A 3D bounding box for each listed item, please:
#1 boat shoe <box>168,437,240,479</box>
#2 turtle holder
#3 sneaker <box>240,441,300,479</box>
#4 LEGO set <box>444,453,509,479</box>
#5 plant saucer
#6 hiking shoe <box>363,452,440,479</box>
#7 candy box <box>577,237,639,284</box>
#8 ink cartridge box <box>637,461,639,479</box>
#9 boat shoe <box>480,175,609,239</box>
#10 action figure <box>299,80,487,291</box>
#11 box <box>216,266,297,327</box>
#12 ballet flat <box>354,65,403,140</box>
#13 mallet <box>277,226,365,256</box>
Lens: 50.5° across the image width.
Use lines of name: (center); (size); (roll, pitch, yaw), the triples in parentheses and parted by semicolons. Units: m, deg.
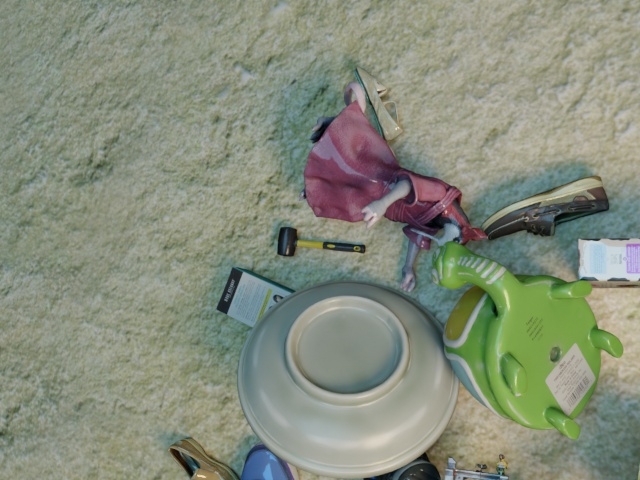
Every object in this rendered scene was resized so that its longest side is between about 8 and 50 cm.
boat shoe: (-0.246, 0.490, 1.417); (0.190, 0.072, 0.068); (30, 95, 23)
turtle holder: (0.300, 0.163, 1.108); (0.227, 0.320, 0.243); (6, 76, 61)
sneaker: (-0.135, 0.558, 1.274); (0.130, 0.236, 0.322); (-3, 83, 22)
LEGO set: (0.327, 0.447, 1.089); (0.331, 0.255, 0.192); (-1, 74, 26)
plant saucer: (0.047, 0.208, 1.195); (0.401, 0.100, 0.400); (-2, 49, 2)
hiking shoe: (0.125, 0.462, 1.232); (0.132, 0.113, 0.304); (-110, 36, -50)
candy box: (0.524, 0.039, 1.101); (0.196, 0.165, 0.070); (-1, 82, 22)
ink cartridge box: (0.531, 0.378, 0.990); (0.097, 0.255, 0.188); (4, 77, 36)
boat shoe: (0.400, -0.043, 1.209); (0.224, 0.080, 0.073); (-23, 70, 14)
action figure: (0.149, -0.088, 1.285); (0.370, 0.248, 0.275); (24, 67, 19)
box: (-0.089, 0.144, 1.400); (0.244, 0.060, 0.100); (22, 92, 23)
ballet flat: (0.121, -0.282, 1.373); (0.052, 0.057, 0.168); (-23, 85, 9)
mallet: (0.000, 0.000, 1.397); (0.190, 0.039, 0.062); (-2, 86, 18)
